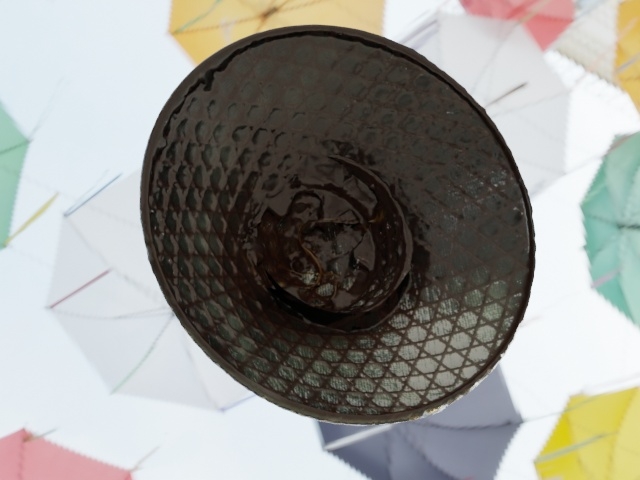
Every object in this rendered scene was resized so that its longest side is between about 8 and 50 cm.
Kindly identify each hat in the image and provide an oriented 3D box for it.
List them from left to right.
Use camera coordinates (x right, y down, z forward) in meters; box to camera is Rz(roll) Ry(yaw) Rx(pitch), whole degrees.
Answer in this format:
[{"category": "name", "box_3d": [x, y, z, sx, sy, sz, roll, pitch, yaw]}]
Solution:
[{"category": "hat", "box_3d": [0.000, 0.000, 0.657, 0.193, 0.082, 0.193, 7, -110, -18]}]
